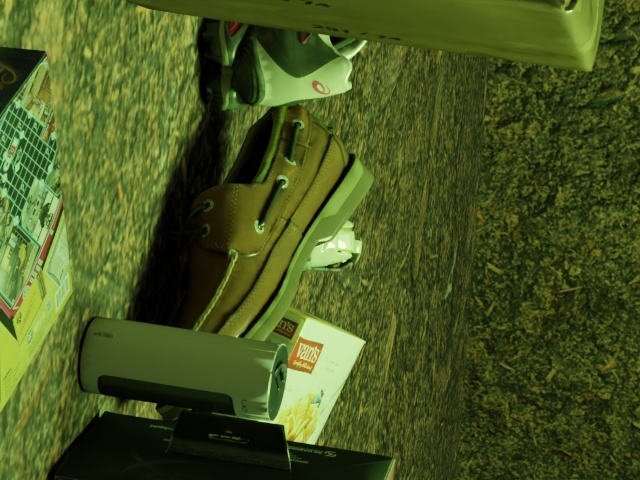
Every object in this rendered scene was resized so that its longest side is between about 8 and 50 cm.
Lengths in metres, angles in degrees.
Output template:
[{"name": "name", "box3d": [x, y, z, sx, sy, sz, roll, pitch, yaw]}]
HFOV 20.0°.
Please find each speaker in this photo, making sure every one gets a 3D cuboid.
[{"name": "speaker", "box3d": [-0.092, 0.087, 1.240, 0.055, 0.136, 0.055, 8, 90, -79]}]

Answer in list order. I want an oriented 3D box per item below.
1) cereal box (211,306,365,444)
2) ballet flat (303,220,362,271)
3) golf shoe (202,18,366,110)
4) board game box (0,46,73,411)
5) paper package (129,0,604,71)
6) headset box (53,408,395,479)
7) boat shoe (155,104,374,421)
[{"name": "cereal box", "box3d": [-0.053, 0.173, 1.514, 0.240, 0.047, 0.173, -64, 161, 0]}, {"name": "ballet flat", "box3d": [0.000, 0.000, 1.780, 0.221, 0.079, 0.077, 12, 87, -78]}, {"name": "golf shoe", "box3d": [-0.009, -0.197, 1.509, 0.273, 0.120, 0.105, -73, 164, -45]}, {"name": "board game box", "box3d": [-0.194, 0.029, 0.934, 0.243, 0.042, 0.165, -67, 161, -53]}, {"name": "paper package", "box3d": [0.013, -0.217, 1.087, 0.309, 0.324, 0.168, 5, 93, -80]}, {"name": "headset box", "box3d": [-0.069, 0.257, 1.264, 0.110, 0.218, 0.293, -57, 152, -66]}, {"name": "boat shoe", "box3d": [-0.072, 0.009, 1.410, 0.104, 0.110, 0.307, 47, 43, -15]}]
